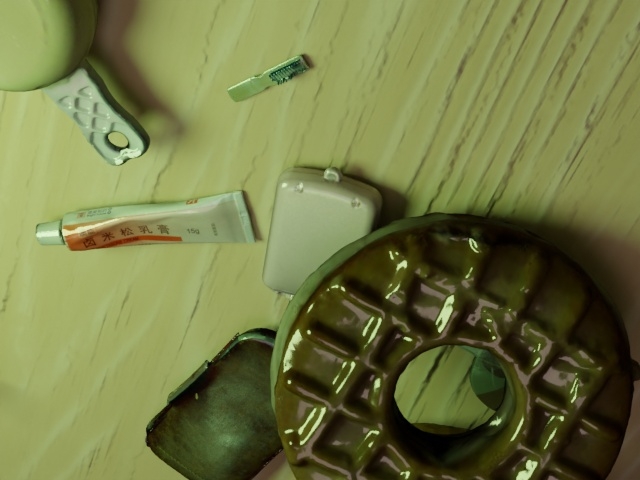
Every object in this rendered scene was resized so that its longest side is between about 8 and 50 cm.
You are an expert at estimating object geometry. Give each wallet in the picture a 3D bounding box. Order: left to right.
[{"bbox_3d":[-0.085,0.180,1.544,0.137,0.031,0.255,34,130,-13],"label":"wallet"}]

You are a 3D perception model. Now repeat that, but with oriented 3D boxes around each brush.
[{"bbox_3d":[-0.047,-0.139,1.275,0.083,0.013,0.016,-20,123,31],"label":"brush"}]

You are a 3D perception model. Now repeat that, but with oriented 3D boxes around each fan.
[{"bbox_3d":[0.179,0.115,1.426,0.226,0.008,0.152,25,132,-7],"label":"fan"}]

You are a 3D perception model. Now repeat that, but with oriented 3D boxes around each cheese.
[{"bbox_3d":[-0.248,-0.174,1.259,0.163,0.082,0.286,-16,124,29],"label":"cheese"}]

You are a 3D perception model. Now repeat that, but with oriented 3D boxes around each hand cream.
[{"bbox_3d":[-0.171,-0.012,1.409,0.216,0.038,0.052,-4,155,15],"label":"hand cream"}]

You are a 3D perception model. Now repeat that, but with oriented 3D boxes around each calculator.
[{"bbox_3d":[0.000,0.000,1.364,0.100,0.032,0.175,15,131,4],"label":"calculator"}]

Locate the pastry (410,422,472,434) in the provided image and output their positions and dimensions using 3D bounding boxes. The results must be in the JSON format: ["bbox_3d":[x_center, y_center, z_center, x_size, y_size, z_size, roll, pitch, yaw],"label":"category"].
[{"bbox_3d":[0.106,0.350,1.443,0.356,0.356,0.164,7,167,11],"label":"pastry"}]

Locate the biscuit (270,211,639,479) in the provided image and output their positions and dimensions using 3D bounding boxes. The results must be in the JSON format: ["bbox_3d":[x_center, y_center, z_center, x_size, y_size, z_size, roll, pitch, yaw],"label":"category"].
[{"bbox_3d":[0.114,0.135,1.314,0.332,0.103,0.332,0,101,1],"label":"biscuit"}]
